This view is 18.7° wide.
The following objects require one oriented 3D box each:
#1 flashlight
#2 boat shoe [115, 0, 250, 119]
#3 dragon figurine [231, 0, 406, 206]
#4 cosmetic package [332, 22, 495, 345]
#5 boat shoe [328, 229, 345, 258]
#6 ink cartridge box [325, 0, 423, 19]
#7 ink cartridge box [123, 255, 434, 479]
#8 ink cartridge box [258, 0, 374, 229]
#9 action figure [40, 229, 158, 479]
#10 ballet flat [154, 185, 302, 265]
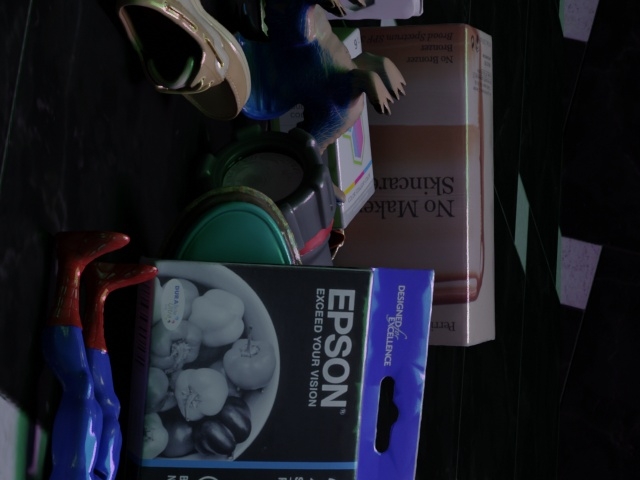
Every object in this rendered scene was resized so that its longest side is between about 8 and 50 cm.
[{"bbox_3d":[-0.024,0.046,1.528,0.304,0.103,0.103,80,-13,-47],"label":"flashlight"},{"bbox_3d":[-0.098,-0.128,1.314,0.170,0.063,0.059,56,37,-49],"label":"boat shoe"},{"bbox_3d":[-0.029,-0.146,1.521,0.289,0.144,0.085,64,24,-16],"label":"dragon figurine"},{"bbox_3d":[0.081,-0.050,1.831,0.129,0.153,0.296,-3,91,-74],"label":"cosmetic package"},{"bbox_3d":[0.000,0.000,1.722,0.137,0.043,0.049,-64,148,-63],"label":"boat shoe"},{"bbox_3d":[0.030,-0.247,1.649,0.150,0.109,0.063,-90,178,-58],"label":"ink cartridge box"},{"bbox_3d":[-0.022,0.116,1.279,0.045,0.208,0.206,-159,-108,-69],"label":"ink cartridge box"},{"bbox_3d":[-0.003,-0.123,1.675,0.109,0.062,0.209,-51,138,-67],"label":"ink cartridge box"},{"bbox_3d":[-0.105,0.138,1.129,0.091,0.139,0.280,54,40,-65],"label":"action figure"},{"bbox_3d":[-0.066,0.129,1.354,0.123,0.123,0.348,-39,127,-72],"label":"ballet flat"}]
